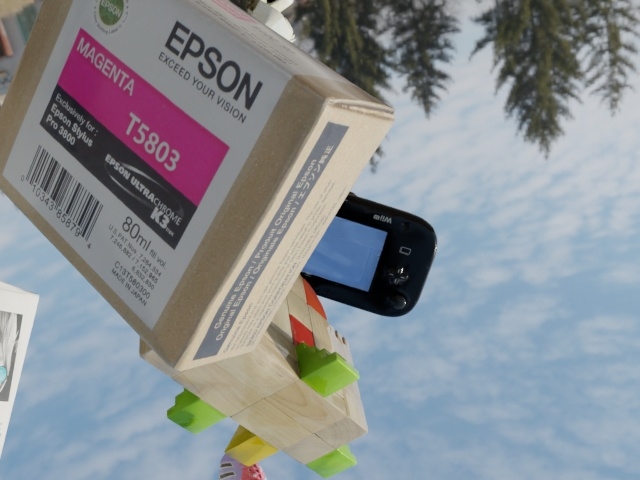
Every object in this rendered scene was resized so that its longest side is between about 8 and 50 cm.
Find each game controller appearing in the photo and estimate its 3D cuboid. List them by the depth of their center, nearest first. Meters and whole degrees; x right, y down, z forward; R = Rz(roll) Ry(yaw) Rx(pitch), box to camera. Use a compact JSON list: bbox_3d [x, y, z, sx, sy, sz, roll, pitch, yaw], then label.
[{"bbox_3d":[0.000,0.000,1.057,0.319,0.166,0.067,17,-145,3],"label":"game controller"}]

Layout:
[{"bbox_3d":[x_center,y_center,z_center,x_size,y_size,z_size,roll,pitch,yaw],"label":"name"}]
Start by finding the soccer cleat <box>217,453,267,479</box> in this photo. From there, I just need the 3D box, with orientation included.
[{"bbox_3d":[-0.109,0.392,1.157,0.083,0.095,0.248,8,-161,-15],"label":"soccer cleat"}]

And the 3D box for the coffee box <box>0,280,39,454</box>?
[{"bbox_3d":[-0.618,0.177,0.891,0.338,0.334,0.338,0,162,22],"label":"coffee box"}]

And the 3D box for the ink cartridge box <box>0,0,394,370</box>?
[{"bbox_3d":[-0.101,-0.064,0.491,0.235,0.193,0.088,39,-159,24],"label":"ink cartridge box"}]

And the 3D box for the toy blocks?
[{"bbox_3d":[-0.081,0.085,0.896,0.191,0.381,0.260,-31,-140,16],"label":"toy blocks"}]

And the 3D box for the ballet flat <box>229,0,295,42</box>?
[{"bbox_3d":[-0.088,-0.312,1.031,0.096,0.095,0.280,-12,-118,22],"label":"ballet flat"}]
